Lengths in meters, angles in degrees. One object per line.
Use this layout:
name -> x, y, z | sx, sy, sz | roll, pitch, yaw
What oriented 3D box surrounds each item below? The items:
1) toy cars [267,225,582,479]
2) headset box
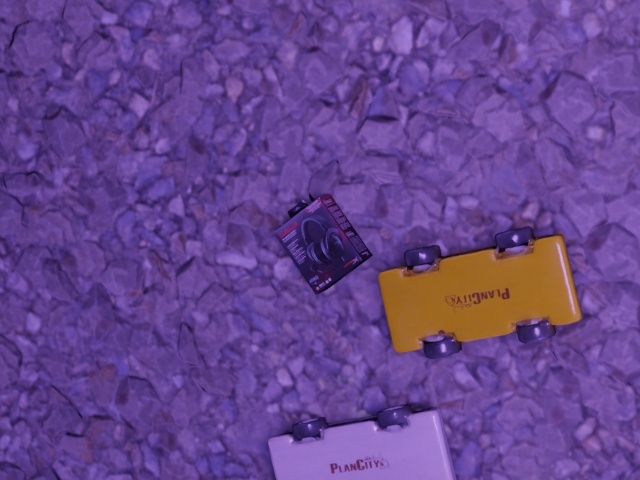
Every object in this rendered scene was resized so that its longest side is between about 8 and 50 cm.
toy cars -> 0.103, 0.127, 1.587 | 0.176, 0.087, 0.393 | 40, 113, 18
headset box -> 0.000, 0.000, 1.635 | 0.062, 0.032, 0.083 | -36, 85, 22
